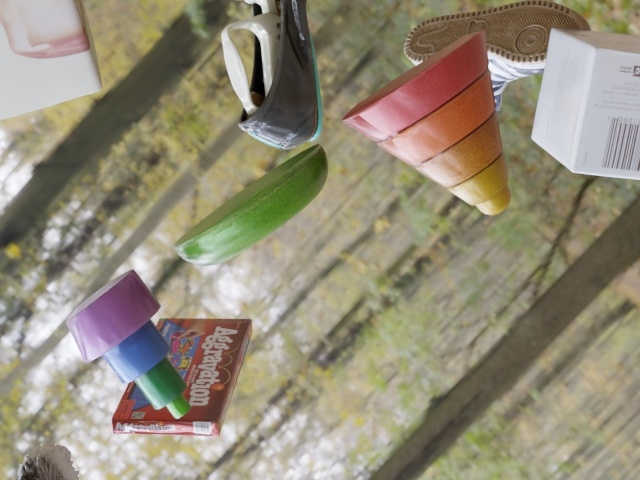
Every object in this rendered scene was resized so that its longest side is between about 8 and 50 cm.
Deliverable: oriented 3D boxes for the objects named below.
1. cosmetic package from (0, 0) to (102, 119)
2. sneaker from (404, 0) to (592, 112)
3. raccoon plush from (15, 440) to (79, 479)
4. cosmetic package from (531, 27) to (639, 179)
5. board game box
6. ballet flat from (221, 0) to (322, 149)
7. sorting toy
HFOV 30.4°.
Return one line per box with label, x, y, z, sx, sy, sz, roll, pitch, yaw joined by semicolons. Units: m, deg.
cosmetic package;-0.238;-0.222;0.744;0.296;0.129;0.153;88;164;-60
sneaker;0.272;-0.252;1.662;0.282;0.099;0.153;4;157;38
raccoon plush;-0.459;0.480;1.444;0.216;0.299;0.446;62;-161;-22
cosmetic package;0.364;-0.169;1.441;0.151;0.151;0.184;5;-163;-8
board game box;-0.188;0.187;1.666;0.145;0.027;0.281;1;-155;6
ballet flat;-0.051;-0.232;1.191;0.096;0.280;0.095;2;166;-26
sorting toy;0.000;0.000;0.843;0.126;0.365;0.127;55;172;-8
